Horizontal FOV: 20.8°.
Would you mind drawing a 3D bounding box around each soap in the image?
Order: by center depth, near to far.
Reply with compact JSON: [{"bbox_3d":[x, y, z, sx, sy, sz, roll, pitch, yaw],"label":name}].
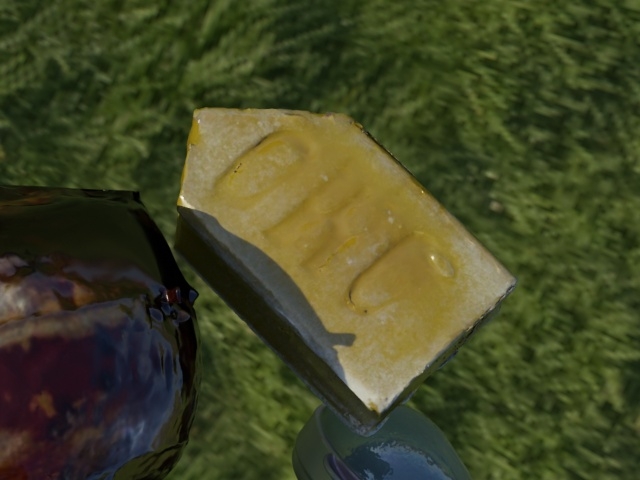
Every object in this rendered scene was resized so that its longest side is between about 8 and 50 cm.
[{"bbox_3d":[0.000,0.000,1.295,0.160,0.257,0.080,-41,169,-25],"label":"soap"}]

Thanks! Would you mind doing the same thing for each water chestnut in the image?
[{"bbox_3d":[-0.220,0.126,1.168,0.335,0.335,0.347,-12,87,-31],"label":"water chestnut"}]

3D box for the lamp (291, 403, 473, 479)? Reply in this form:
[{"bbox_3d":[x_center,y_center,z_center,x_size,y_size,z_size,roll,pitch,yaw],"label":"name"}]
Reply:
[{"bbox_3d":[0.063,0.199,1.550,0.179,0.246,0.108,38,98,-12],"label":"lamp"}]
